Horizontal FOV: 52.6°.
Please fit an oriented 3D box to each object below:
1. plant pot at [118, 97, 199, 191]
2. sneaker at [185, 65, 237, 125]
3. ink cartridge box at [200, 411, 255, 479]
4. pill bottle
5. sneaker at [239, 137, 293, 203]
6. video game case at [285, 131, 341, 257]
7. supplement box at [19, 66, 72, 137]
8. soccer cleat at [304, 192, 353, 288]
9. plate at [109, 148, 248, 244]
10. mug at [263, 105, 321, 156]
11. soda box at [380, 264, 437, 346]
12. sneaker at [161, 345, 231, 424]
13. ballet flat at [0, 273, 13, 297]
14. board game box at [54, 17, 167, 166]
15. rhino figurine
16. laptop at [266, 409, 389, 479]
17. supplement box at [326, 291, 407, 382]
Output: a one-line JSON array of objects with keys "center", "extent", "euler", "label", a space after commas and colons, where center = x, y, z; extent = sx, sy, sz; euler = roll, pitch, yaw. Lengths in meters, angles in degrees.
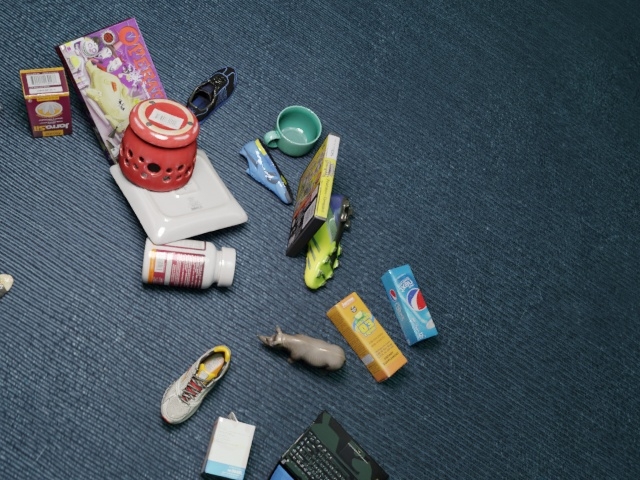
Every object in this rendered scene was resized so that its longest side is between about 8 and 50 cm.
[{"center": [-0.397, -0.247, 1.617], "extent": [0.191, 0.174, 0.191], "euler": [14, 44, -14], "label": "plant pot"}, {"center": [-0.307, -0.429, 1.857], "extent": [0.081, 0.090, 0.232], "euler": [31, 63, -3], "label": "sneaker"}, {"center": [-0.213, 0.480, 1.512], "extent": [0.090, 0.092, 0.143], "euler": [18, 65, -10], "label": "ink cartridge box"}, {"center": [-0.332, 0.058, 1.633], "extent": [0.221, 0.121, 0.121], "euler": [7, 67, -14], "label": "pill bottle"}, {"center": [-0.153, -0.183, 1.828], "extent": [0.082, 0.069, 0.209], "euler": [-32, 89, 8], "label": "sneaker"}, {"center": [-0.022, -0.114, 1.711], "extent": [0.035, 0.275, 0.248], "euler": [15, 65, -13], "label": "video game case"}, {"center": [-0.695, -0.348, 1.651], "extent": [0.104, 0.188, 0.080], "euler": [-11, 70, -21], "label": "supplement box"}, {"center": [0.000, 0.000, 1.793], "extent": [0.121, 0.093, 0.289], "euler": [10, 67, 21], "label": "soccer cleat"}, {"center": [-0.361, -0.131, 1.682], "extent": [0.277, 0.045, 0.278], "euler": [-17, 60, -36], "label": "plate"}, {"center": [-0.085, -0.312, 1.873], "extent": [0.158, 0.097, 0.129], "euler": [11, 66, -12], "label": "mug"}, {"center": [0.243, 0.179, 1.786], "extent": [0.067, 0.071, 0.210], "euler": [-16, 74, -22], "label": "soda box"}, {"center": [-0.297, 0.335, 1.546], "extent": [0.088, 0.093, 0.225], "euler": [37, 64, 0], "label": "sneaker"}, {"center": [-0.800, 0.127, 1.503], "extent": [0.173, 0.049, 0.057], "euler": [-28, 80, -25], "label": "ballet flat"}, {"center": [-0.510, -0.372, 1.681], "extent": [0.208, 0.056, 0.347], "euler": [-35, 122, -28], "label": "board game box"}, {"center": [-0.046, 0.275, 1.639], "extent": [0.243, 0.106, 0.073], "euler": [21, 64, -8], "label": "rhino figurine"}, {"center": [0.022, 0.567, 1.523], "extent": [0.234, 0.136, 0.264], "euler": [46, 63, 4], "label": "laptop"}, {"center": [0.121, 0.255, 1.715], "extent": [0.078, 0.080, 0.233], "euler": [-34, 79, -28], "label": "supplement box"}]
